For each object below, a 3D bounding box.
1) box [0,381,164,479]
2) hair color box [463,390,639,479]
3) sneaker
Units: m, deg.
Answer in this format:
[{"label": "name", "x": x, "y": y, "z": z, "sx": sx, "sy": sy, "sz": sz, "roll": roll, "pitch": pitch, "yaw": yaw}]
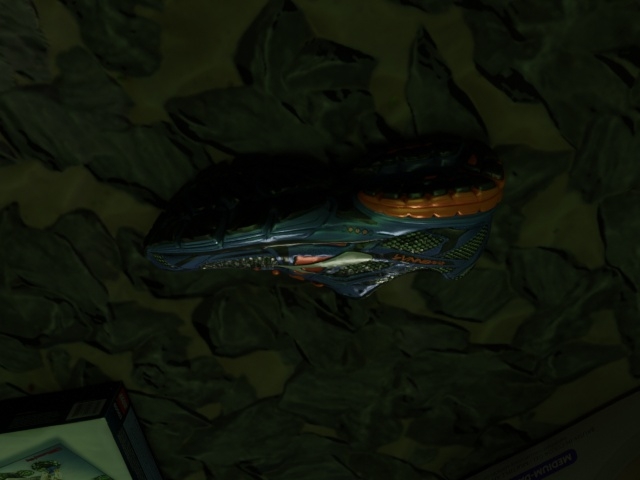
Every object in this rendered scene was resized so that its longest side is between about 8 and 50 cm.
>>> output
[{"label": "box", "x": -0.243, "y": 0.204, "z": 0.563, "sx": 0.233, "sy": 0.044, "sz": 0.159, "roll": -10, "pitch": 116, "yaw": 8}, {"label": "hair color box", "x": 0.185, "y": 0.259, "z": 0.404, "sx": 0.185, "sy": 0.339, "sz": 0.110, "roll": -35, "pitch": 111, "yaw": 19}, {"label": "sneaker", "x": 0.000, "y": 0.000, "z": 0.431, "sx": 0.221, "sy": 0.083, "sz": 0.087, "roll": -4, "pitch": 125, "yaw": 9}]
